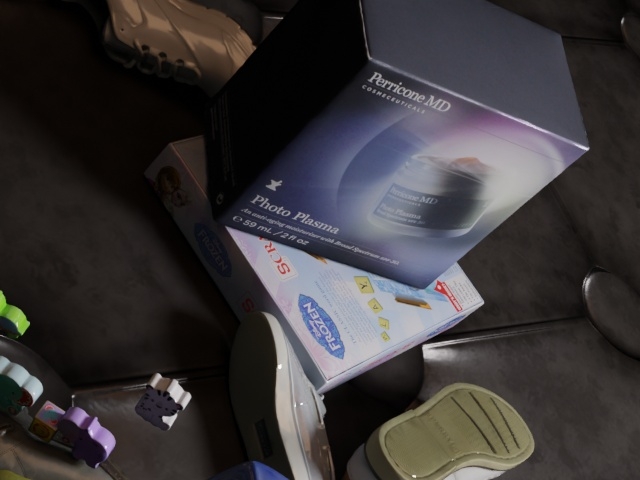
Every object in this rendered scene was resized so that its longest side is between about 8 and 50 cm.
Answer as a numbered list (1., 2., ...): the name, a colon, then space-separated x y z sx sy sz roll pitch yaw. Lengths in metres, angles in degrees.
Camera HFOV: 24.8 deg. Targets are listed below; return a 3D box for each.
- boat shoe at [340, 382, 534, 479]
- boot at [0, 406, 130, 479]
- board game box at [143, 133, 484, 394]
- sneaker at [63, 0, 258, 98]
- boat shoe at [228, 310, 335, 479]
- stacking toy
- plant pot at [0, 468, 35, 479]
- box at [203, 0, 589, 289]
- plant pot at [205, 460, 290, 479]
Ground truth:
1. boat shoe: 0.120 0.233 1.571 0.302 0.103 0.113 -2 52 -53
2. boot: -0.279 0.222 1.248 0.246 0.083 0.161 38 44 1
3. board game box: 0.000 0.000 1.686 0.318 0.066 0.319 -20 72 -49
4. sneaker: -0.188 -0.237 1.710 0.297 0.111 0.129 41 55 -1
5. boat shoe: -0.034 0.184 1.500 0.081 0.079 0.227 13 56 -44
6. stacking toy: -0.235 0.145 1.243 0.221 0.052 0.167 32 41 -2
7. plant pot: -0.241 0.320 1.071 0.276 0.276 0.254 23 34 -26
8. box: 0.074 -0.123 1.570 0.296 0.294 0.183 18 47 -30
9. plant pot: -0.059 0.351 1.204 0.212 0.236 0.236 29 39 -43
